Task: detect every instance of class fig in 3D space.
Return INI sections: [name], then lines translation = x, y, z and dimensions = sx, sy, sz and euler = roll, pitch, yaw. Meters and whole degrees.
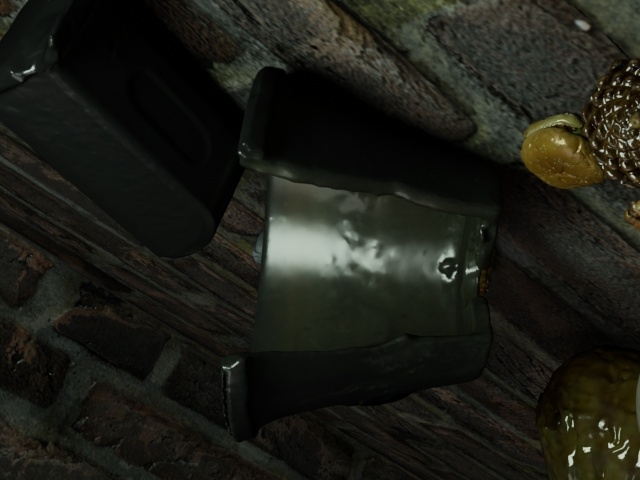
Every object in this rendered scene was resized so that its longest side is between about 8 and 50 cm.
[fig]
translation = 0.379, 0.324, 1.262
dimensions = 0.286, 0.369, 0.286
euler = 26, 152, 14

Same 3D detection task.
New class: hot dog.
[hot dog]
translation = 0.327, -0.013, 0.937
dimensions = 0.083, 0.021, 0.037
euler = 34, 140, -13

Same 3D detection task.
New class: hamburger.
[hamburger]
translation = 0.218, -0.076, 0.877
dimensions = 0.076, 0.044, 0.083
euler = 30, 159, -14

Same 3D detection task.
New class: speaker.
[speaker]
translation = -0.191, -0.139, 1.068
dimensions = 0.184, 0.180, 0.388
euler = 6, 153, 37

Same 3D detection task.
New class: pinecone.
[pinecone]
translation = 0.242, -0.086, 0.746
dimensions = 0.102, 0.102, 0.109
euler = 27, 172, -2

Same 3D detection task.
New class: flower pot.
[flower pot]
translation = 0.044, 0.022, 1.016
dimensions = 0.251, 0.380, 0.379
euler = 3, 160, 1

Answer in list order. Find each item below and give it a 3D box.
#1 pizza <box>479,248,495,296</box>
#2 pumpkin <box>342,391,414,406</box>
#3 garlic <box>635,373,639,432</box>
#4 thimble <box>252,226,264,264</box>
[pizza]
translation = 0.169, 0.021, 1.217
dimensions = 0.131, 0.041, 0.178
euler = 35, 160, -17
[pumpkin]
translation = 0.055, 0.119, 1.386
dimensions = 0.249, 0.216, 0.250
euler = -1, 179, 0
[garlic]
translation = 0.450, 0.192, 0.953
dimensions = 0.317, 0.260, 0.317
euler = 21, 164, 6
[thimble]
translation = -0.003, -0.001, 1.268
dimensions = 0.151, 0.118, 0.127
euler = 11, 153, 46
